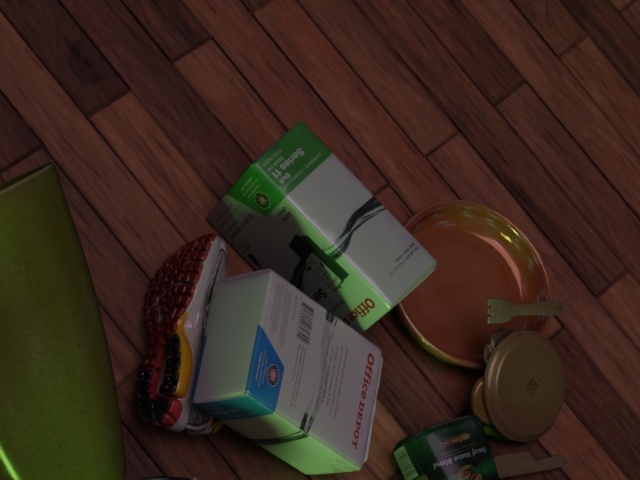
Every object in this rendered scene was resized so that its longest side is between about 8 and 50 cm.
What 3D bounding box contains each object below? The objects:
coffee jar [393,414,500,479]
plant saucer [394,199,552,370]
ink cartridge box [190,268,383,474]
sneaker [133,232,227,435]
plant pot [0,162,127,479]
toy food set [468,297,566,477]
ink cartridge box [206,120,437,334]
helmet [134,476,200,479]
[{"bbox_3d":[0.152,0.281,1.979,0.096,0.079,0.184,-15,75,-28],"label":"coffee jar"},{"bbox_3d":[0.162,0.053,2.110,0.200,0.037,0.200,9,65,-20],"label":"plant saucer"},{"bbox_3d":[-0.031,0.136,1.912,0.191,0.082,0.139,39,51,-42],"label":"ink cartridge box"},{"bbox_3d":[-0.127,0.097,1.942,0.093,0.088,0.225,29,57,-35],"label":"sneaker"},{"bbox_3d":[-0.306,0.119,1.759,0.275,0.275,0.293,-30,99,-32],"label":"plant pot"},{"bbox_3d":[0.213,0.157,2.065,0.132,0.038,0.192,0,90,-39],"label":"toy food set"},{"bbox_3d":[0.000,0.000,1.990,0.208,0.153,0.087,46,58,1],"label":"ink cartridge box"},{"bbox_3d":[-0.155,0.299,1.780,0.169,0.161,0.169,10,64,-21],"label":"helmet"}]
